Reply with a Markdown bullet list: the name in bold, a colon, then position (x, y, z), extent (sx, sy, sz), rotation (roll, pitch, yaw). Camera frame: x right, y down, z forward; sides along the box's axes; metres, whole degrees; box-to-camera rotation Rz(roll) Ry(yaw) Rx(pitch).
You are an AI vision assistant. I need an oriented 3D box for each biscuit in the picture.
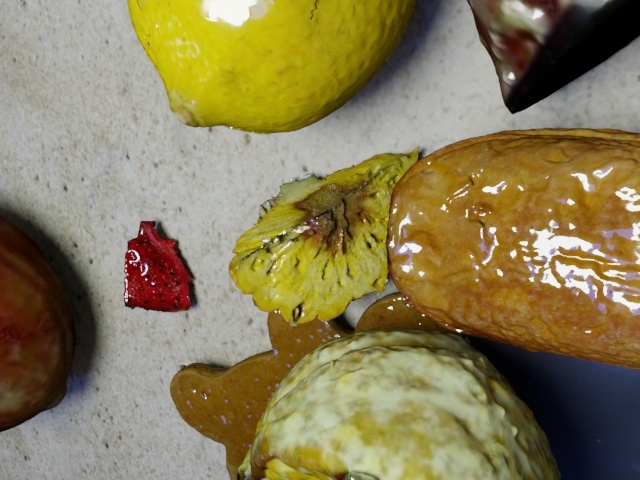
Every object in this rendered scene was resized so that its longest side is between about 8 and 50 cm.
- **biscuit**: position (0.014, 0.198, 0.749), extent (0.432, 0.064, 0.283), rotation (-36, 88, 25)

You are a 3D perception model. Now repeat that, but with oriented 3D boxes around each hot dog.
- **hot dog**: position (0.192, 0.006, 0.466), extent (0.272, 0.122, 0.196), rotation (5, 99, 37)

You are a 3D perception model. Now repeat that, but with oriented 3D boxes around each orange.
- **orange**: position (0.076, 0.202, 0.554), extent (0.271, 0.210, 0.368), rotation (25, 144, 4)

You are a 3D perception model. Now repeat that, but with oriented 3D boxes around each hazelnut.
- **hazelnut**: position (-0.563, 0.126, 0.852), extent (0.421, 0.352, 0.420), rotation (2, 135, 2)

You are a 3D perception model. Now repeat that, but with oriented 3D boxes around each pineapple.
- **pineapple**: position (-0.004, 0.003, 0.669), extent (0.164, 0.250, 0.139), rotation (12, 134, 53)

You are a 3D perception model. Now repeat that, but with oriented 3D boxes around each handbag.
- **handbag**: position (0.297, 0.099, 0.559), extent (0.269, 0.118, 0.325), rotation (-28, 89, 31)

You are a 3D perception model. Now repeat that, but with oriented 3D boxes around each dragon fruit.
- **dragon fruit**: position (-0.221, 0.038, 0.814), extent (0.063, 0.097, 0.131), rotation (-1, 85, 22)

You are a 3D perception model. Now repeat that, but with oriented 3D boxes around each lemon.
- **lemon**: position (-0.045, -0.236, 0.533), extent (0.258, 0.258, 0.310), rotation (27, 85, 16)

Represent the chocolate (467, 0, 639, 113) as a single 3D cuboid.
- **chocolate**: position (0.229, -0.282, 0.429), extent (0.340, 0.225, 0.210), rotation (-36, 79, 29)
